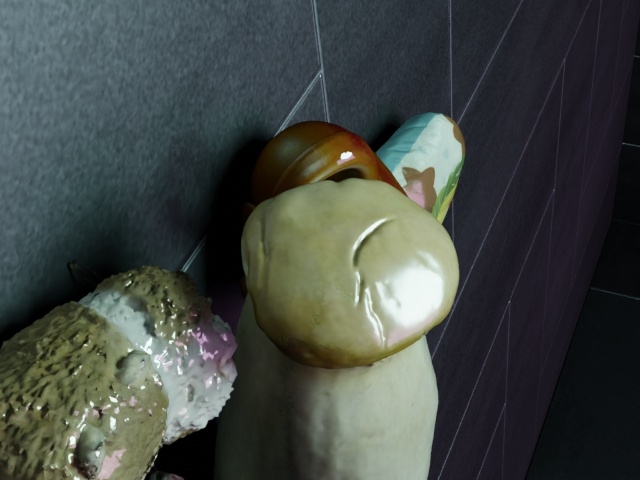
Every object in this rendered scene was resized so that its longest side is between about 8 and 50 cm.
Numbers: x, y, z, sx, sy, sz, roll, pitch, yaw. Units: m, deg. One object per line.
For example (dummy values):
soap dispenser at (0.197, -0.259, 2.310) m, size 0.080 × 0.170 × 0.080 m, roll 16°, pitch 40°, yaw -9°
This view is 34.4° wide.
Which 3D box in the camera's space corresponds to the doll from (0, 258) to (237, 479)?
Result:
doll at (-0.127, 0.097, 0.524) m, size 0.221 × 0.115 × 0.105 m, roll -56°, pitch 162°, yaw -46°

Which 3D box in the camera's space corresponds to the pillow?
pillow at (0.081, -0.022, 1.059) m, size 0.233 × 0.086 × 0.214 m, roll -53°, pitch 160°, yaw -52°

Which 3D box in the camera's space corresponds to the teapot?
teapot at (0.000, 0.000, 0.744) m, size 0.135 × 0.178 × 0.252 m, roll -37°, pitch 161°, yaw -10°

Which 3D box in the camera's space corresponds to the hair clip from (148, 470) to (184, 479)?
hair clip at (-0.153, 0.299, 0.626) m, size 0.138 × 0.091 × 0.321 m, roll 68°, pitch 28°, yaw -45°

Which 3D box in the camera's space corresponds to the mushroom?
mushroom at (0.005, 0.121, 0.692) m, size 0.137 × 0.154 × 0.407 m, roll -47°, pitch 162°, yaw -31°
